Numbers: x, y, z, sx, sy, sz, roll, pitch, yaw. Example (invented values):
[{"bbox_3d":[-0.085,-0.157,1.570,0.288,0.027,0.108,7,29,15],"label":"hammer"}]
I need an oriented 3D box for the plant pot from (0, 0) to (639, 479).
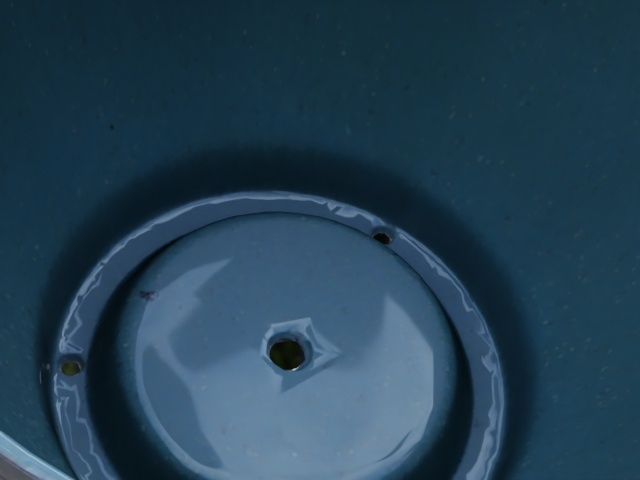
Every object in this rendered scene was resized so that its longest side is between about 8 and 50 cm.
[{"bbox_3d":[0.000,0.000,0.460,0.293,0.196,0.293,5,57,-7],"label":"plant pot"}]
